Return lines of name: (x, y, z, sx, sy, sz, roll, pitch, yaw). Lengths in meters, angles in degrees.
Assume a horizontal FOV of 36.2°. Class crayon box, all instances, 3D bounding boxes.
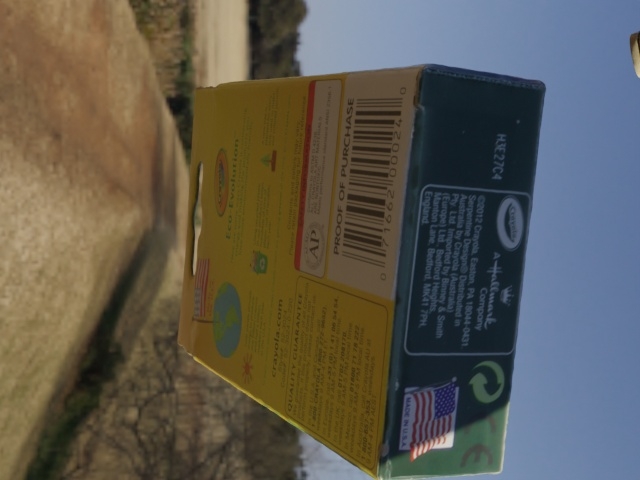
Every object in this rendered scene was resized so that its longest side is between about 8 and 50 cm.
crayon box: (0.000, 0.000, 0.608, 0.318, 0.081, 0.202, 16, -78, 62)

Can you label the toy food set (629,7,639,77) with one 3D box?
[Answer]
toy food set: (0.202, -0.119, 0.563, 0.019, 0.122, 0.078, -2, -60, 45)
